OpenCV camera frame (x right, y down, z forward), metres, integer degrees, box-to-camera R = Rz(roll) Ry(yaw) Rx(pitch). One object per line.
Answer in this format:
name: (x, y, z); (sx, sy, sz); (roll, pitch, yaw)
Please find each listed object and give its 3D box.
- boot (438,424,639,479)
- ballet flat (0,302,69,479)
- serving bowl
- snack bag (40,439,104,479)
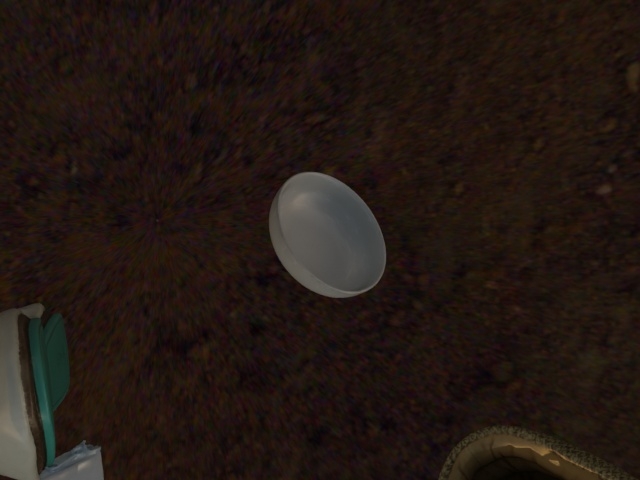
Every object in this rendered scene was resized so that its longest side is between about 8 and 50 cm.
boot: (0.141, 0.184, 0.361); (0.095, 0.203, 0.262); (-36, 53, 4)
ballet flat: (-0.280, 0.122, 0.962); (0.139, 0.400, 0.139); (0, 91, -11)
serving bowl: (0.000, 0.000, 0.710); (0.083, 0.027, 0.083); (23, 50, -30)
snack bag: (-0.286, 0.386, 1.023); (0.037, 0.323, 0.343); (-6, 97, 36)
